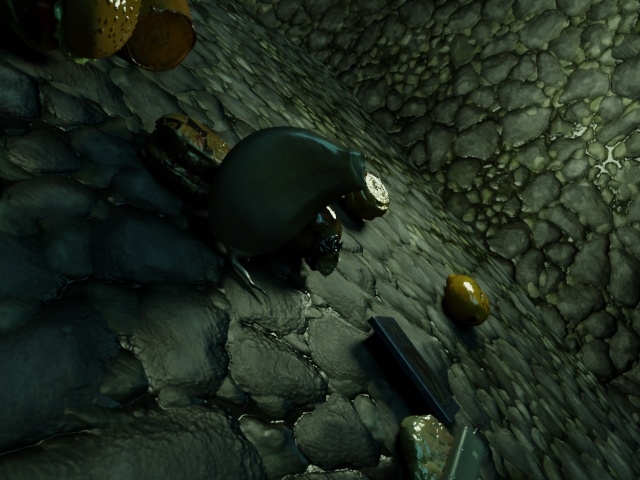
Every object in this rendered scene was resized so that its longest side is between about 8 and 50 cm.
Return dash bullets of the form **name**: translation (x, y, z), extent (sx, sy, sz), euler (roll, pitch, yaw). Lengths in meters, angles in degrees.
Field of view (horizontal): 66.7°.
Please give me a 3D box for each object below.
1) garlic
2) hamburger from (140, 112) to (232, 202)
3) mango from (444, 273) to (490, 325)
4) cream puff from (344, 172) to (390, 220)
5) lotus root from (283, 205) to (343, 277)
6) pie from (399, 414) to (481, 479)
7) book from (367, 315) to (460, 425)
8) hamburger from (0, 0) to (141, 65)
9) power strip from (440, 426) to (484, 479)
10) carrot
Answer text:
- **garlic**: translation (-0.096, -0.095, 1.006), extent (0.246, 0.340, 0.231), euler (42, -5, -12)
- **hamburger**: translation (-0.265, -0.180, 1.047), extent (0.231, 0.106, 0.231), euler (34, 18, -13)
- **mango**: translation (0.516, 0.198, 1.717), extent (0.177, 0.120, 0.295), euler (45, 22, -5)
- **cream puff**: translation (0.150, -0.150, 1.678), extent (0.189, 0.129, 0.189), euler (40, 32, -31)
- **lotus root**: translation (-0.050, -0.062, 1.155), extent (0.169, 0.141, 0.314), euler (2, 45, -54)
- **pie**: translation (0.225, 0.425, 0.901), extent (0.218, 0.052, 0.185), euler (56, 23, 21)
- **book**: translation (0.218, 0.287, 1.116), extent (0.269, 0.025, 0.191), euler (54, 11, 21)
- **hamburger**: translation (-0.476, -0.487, 0.962), extent (0.212, 0.274, 0.274), euler (19, 27, -6)
- **power strip**: translation (0.252, 0.416, 0.866), extent (0.060, 0.027, 0.253), euler (48, 31, 5)
- **carrot**: translation (-0.474, -0.646, 1.340), extent (0.224, 0.224, 0.340), euler (12, 42, -53)
